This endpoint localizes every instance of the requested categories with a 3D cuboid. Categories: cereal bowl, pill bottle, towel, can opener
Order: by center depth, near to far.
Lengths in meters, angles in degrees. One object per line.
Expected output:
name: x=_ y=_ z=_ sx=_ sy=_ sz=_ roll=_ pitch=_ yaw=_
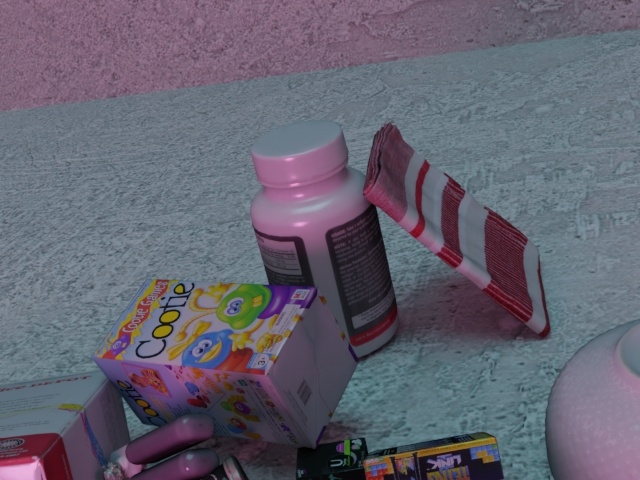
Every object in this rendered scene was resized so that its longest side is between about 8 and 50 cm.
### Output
cereal bowl: x=0.411 y=0.177 z=1.162 sx=0.339 sy=0.141 sz=0.339 roll=-11 pitch=25 yaw=5
can opener: x=-0.176 y=0.249 z=1.181 sx=0.093 sy=0.074 sz=0.280 roll=-2 pitch=-20 yaw=-28
pill bottle: x=0.000 y=0.000 z=1.502 sx=0.176 sy=0.318 sz=0.176 roll=-11 pitch=25 yaw=5
towel: x=0.200 y=-0.021 z=1.512 sx=0.037 sy=0.329 sz=0.237 roll=-46 pitch=14 yaw=25

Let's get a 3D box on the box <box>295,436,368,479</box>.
box: x=0.017 y=0.275 z=1.240 sx=0.083 sy=0.052 sz=0.062 roll=-10 pitch=24 yaw=7

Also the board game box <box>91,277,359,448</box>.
board game box: x=-0.118 y=0.148 z=1.318 sx=0.275 sy=0.144 sz=0.142 roll=1 pitch=45 yaw=33

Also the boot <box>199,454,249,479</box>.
boot: x=-0.144 y=0.297 z=1.030 sx=0.179 sy=0.085 sz=0.236 roll=-25 pitch=-17 yaw=-18

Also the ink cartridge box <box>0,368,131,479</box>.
ink cartridge box: x=-0.376 y=0.269 z=1.260 sx=0.226 sy=0.131 sz=0.306 roll=-9 pitch=8 yaw=7

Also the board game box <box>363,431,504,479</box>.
board game box: x=0.122 y=0.247 z=1.159 sx=0.141 sy=0.048 sz=0.170 roll=-10 pitch=-9 yaw=4
